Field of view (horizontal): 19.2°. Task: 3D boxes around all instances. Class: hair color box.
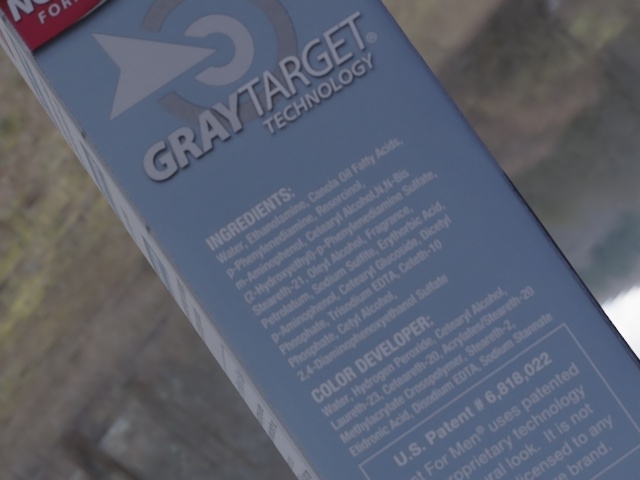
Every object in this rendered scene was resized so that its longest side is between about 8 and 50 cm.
[{"bbox_3d":[0.000,0.000,0.702,0.114,0.374,0.185,-35,173,-7],"label":"hair color box"}]
